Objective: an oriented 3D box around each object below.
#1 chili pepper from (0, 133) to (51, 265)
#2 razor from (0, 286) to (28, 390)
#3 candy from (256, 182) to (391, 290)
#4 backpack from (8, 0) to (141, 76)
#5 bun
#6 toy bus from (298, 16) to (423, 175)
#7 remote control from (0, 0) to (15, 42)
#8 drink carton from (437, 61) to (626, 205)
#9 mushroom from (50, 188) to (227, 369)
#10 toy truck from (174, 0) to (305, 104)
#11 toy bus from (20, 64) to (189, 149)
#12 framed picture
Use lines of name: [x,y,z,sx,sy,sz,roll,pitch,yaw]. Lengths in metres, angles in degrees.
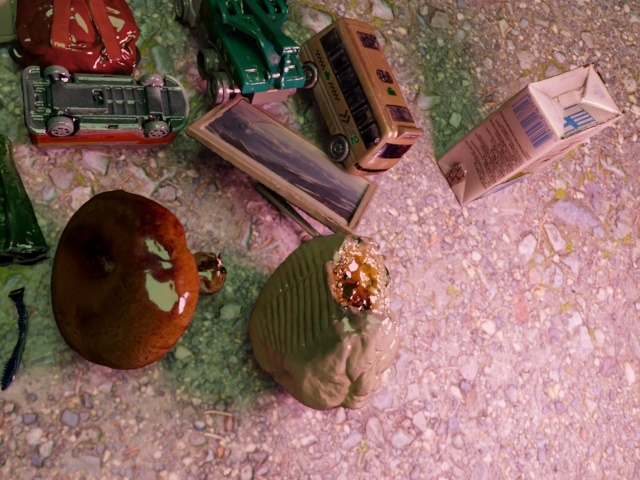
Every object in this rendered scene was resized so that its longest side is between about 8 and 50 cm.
chili pepper: [-0.493,-0.072,1.101,0.088,0.059,0.227,-5,68,-30]
razor: [-0.460,0.149,1.039,0.028,0.044,0.155,19,63,-46]
candy: [-0.001,0.002,1.285,0.323,0.097,0.097,43,59,7]
backpack: [-0.425,-0.378,1.196,0.229,0.139,0.229,9,68,-22]
bun: [0.022,0.147,1.138,0.205,0.281,0.282,43,55,-35]
toy bus: [0.078,-0.280,1.350,0.139,0.157,0.290,-6,70,-51]
remote control: [-0.647,-0.357,1.108,0.277,0.103,0.056,-19,59,-28]
drink carton: [0.414,-0.209,1.396,0.194,0.324,0.132,-21,79,-29]
mushroom: [-0.288,0.077,1.061,0.254,0.267,0.267,53,52,-38]
toy truck: [-0.144,-0.399,1.280,0.176,0.178,0.364,-12,58,-29]
toy bus: [-0.364,-0.217,1.171,0.264,0.120,0.121,-4,72,-25]
framed picture: [-0.057,-0.144,1.249,0.335,0.022,0.247,34,28,-2]
